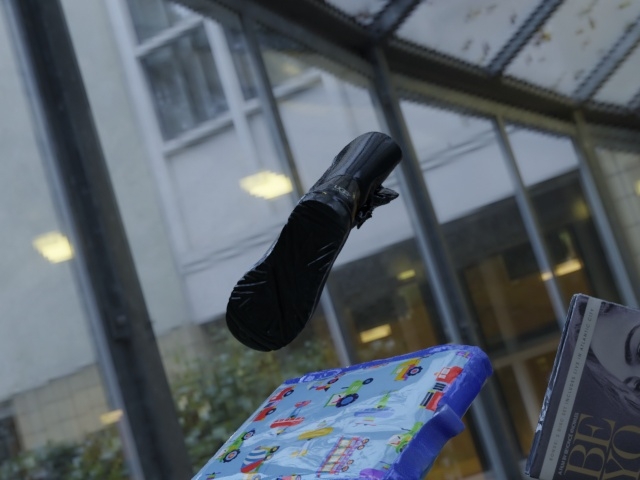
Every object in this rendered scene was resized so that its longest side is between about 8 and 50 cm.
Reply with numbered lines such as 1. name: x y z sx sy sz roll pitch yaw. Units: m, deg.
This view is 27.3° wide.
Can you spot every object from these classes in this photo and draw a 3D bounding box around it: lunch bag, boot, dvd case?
1. lunch bag: 0.031 0.205 1.289 0.293 0.138 0.221 -31 9 45
2. boot: 0.000 0.000 1.559 0.246 0.094 0.207 -59 -7 34
3. dvd case: 0.303 0.152 1.155 0.221 0.165 0.018 15 1 -10
